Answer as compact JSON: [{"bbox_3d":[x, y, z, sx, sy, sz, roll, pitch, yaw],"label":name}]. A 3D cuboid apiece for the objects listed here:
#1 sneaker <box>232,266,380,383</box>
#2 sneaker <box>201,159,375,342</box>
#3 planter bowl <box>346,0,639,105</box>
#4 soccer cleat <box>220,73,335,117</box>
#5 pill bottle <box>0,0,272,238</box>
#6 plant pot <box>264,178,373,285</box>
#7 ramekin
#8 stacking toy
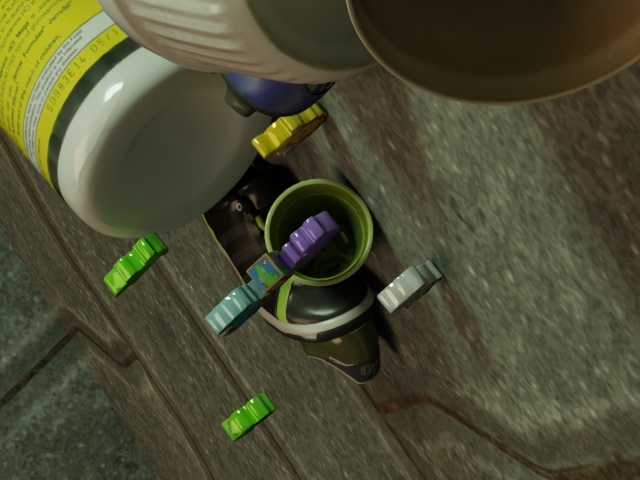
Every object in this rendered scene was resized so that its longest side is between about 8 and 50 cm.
[{"bbox_3d":[-0.011,0.065,1.722,0.192,0.064,0.086,30,145,51],"label":"sneaker"},{"bbox_3d":[-0.044,-0.006,1.648,0.234,0.084,0.097,42,158,41],"label":"sneaker"},{"bbox_3d":[0.081,-0.155,0.876,0.162,0.162,0.109,73,-177,-47],"label":"planter bowl"},{"bbox_3d":[-0.070,-0.217,1.347,0.289,0.093,0.121,57,135,15],"label":"soccer cleat"},{"bbox_3d":[-0.201,-0.170,1.597,0.334,0.188,0.188,46,162,32],"label":"pill bottle"},{"bbox_3d":[0.000,0.000,1.557,0.083,0.083,0.079,54,176,9],"label":"plant pot"},{"bbox_3d":[-0.013,-0.176,1.004,0.109,0.207,0.207,27,148,45],"label":"ramekin"},{"bbox_3d":[-0.037,0.026,1.493,0.167,0.221,0.052,52,-160,10],"label":"stacking toy"}]
